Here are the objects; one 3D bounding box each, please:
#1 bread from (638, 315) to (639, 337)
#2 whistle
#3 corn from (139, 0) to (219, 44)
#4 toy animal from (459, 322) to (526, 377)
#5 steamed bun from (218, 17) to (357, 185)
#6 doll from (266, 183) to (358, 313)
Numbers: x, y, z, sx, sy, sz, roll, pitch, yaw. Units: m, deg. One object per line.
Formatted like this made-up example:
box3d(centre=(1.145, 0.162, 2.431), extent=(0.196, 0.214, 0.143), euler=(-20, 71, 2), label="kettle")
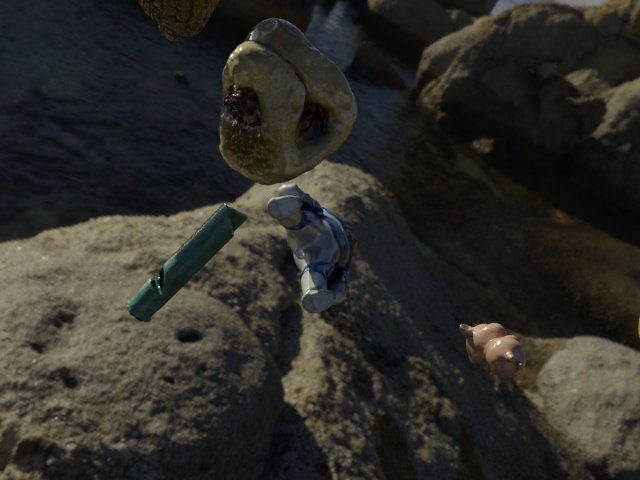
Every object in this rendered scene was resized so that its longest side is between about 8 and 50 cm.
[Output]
box3d(centre=(0.538, 0.138, 0.893), extent=(0.217, 0.147, 0.098), euler=(22, 43, 15), label="bread")
box3d(centre=(-0.159, 0.027, 0.797), extent=(0.039, 0.186, 0.039), euler=(41, 20, -19), label="whistle")
box3d(centre=(-0.157, -0.401, 0.846), extent=(0.119, 0.322, 0.119), euler=(17, 36, -13), label="corn")
box3d(centre=(0.295, 0.185, 1.140), extent=(0.089, 0.084, 0.150), euler=(-1, 6, -19), label="toy animal")
box3d(centre=(-0.051, -0.174, 0.789), extent=(0.140, 0.155, 0.172), euler=(22, 57, 36), label="steamed bun")
box3d(centre=(0.000, 0.000, 0.615), extent=(0.114, 0.057, 0.227), euler=(65, 6, 1), label="doll")
